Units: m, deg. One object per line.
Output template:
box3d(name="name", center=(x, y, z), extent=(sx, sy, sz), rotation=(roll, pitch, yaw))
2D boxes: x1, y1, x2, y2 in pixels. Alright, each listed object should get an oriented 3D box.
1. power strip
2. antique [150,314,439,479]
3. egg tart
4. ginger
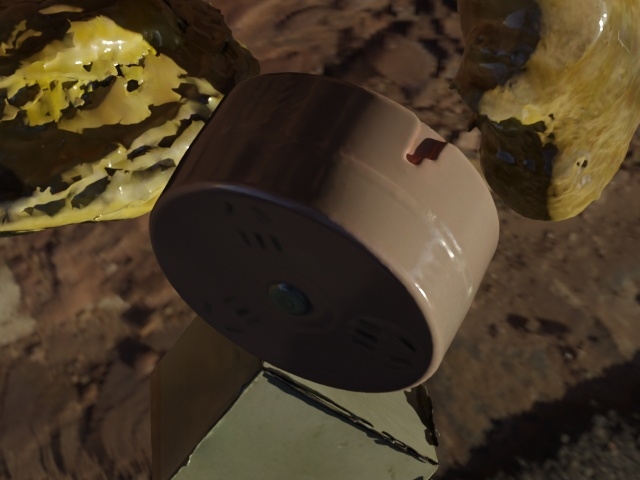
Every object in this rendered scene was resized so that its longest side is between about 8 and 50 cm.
box3d(name="power strip", center=(0.000, 0.000, 0.800), extent=(0.154, 0.154, 0.078), rotation=(38, 58, -17))
box3d(name="antique", center=(-0.025, 0.122, 1.126), extent=(0.147, 0.152, 0.148), rotation=(33, 112, -22))
box3d(name="egg tart", center=(-0.219, -0.119, 1.209), extent=(0.352, 0.352, 0.150), rotation=(-16, 121, -12))
box3d(name="ginger", center=(0.157, -0.154, 1.147), extent=(0.219, 0.123, 0.270), rotation=(-55, 152, -22))
